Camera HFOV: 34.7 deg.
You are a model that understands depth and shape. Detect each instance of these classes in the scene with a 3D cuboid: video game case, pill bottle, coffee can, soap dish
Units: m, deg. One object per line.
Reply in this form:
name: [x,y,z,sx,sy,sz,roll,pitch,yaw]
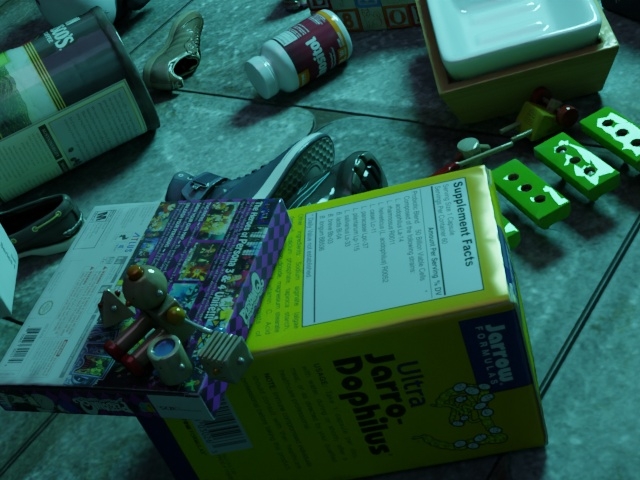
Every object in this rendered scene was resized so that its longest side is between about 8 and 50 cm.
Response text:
video game case: [-0.155,0.054,0.915,0.210,0.042,0.232,-2,43,22]
pill bottle: [-0.034,-0.277,1.543,0.152,0.086,0.086,-34,40,-15]
coffee can: [-0.406,-0.197,1.519,0.275,0.202,0.201,-29,39,-10]
soap dish: [0.257,-0.287,1.391,0.228,0.118,0.291,-14,41,8]

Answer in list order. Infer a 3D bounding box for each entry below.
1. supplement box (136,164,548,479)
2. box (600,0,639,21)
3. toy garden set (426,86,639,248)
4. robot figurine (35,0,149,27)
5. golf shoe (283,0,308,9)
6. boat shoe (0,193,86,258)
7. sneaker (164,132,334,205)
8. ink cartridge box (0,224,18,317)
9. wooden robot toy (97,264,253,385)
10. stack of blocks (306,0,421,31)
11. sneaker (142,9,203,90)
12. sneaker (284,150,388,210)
supplement box: [0.016,0.095,0.982,0.356,0.195,0.194,-12,39,11]
box: [0.461,-0.383,1.390,0.093,0.156,0.158,-30,39,-14]
toy garden set: [0.248,-0.083,1.215,0.244,0.049,0.204,-29,40,-9]
robot figurine: [-0.412,-0.497,1.913,0.209,0.173,0.278,-17,31,44]
golf shoe: [-0.009,-0.481,1.778,0.067,0.086,0.186,10,46,35]
boat shoe: [-0.437,-0.009,1.412,0.227,0.069,0.081,-16,38,6]
sneaker: [-0.098,-0.075,1.326,0.163,0.086,0.226,18,53,36]
ink cartridge box: [-0.535,0.026,1.228,0.278,0.201,0.117,-17,41,1]
wooden robot toy: [-0.135,0.058,0.808,0.173,0.079,0.076,26,58,40]
stack of blocks: [0.117,-0.424,1.583,0.297,0.171,0.087,2,43,25]
sneaker: [-0.224,-0.310,1.700,0.071,0.066,0.188,15,53,15]
sneaker: [0.000,0.000,1.205,0.106,0.101,0.267,-14,30,32]
